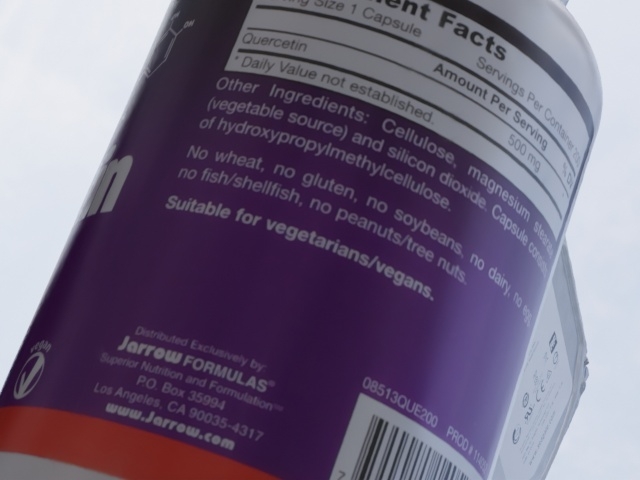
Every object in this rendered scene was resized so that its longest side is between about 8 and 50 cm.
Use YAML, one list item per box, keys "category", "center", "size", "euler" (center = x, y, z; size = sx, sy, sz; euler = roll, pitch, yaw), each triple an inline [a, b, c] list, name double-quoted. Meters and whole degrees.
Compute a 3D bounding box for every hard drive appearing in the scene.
- category: "hard drive"
  center: [0.121, 0.068, 1.150]
  size: [0.064, 0.339, 0.237]
  euler: [8, -134, 29]

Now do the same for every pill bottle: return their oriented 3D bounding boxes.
- category: "pill bottle"
  center: [0.000, 0.000, 0.595]
  size: [0.182, 0.181, 0.323]
  euler: [1, -118, 40]
